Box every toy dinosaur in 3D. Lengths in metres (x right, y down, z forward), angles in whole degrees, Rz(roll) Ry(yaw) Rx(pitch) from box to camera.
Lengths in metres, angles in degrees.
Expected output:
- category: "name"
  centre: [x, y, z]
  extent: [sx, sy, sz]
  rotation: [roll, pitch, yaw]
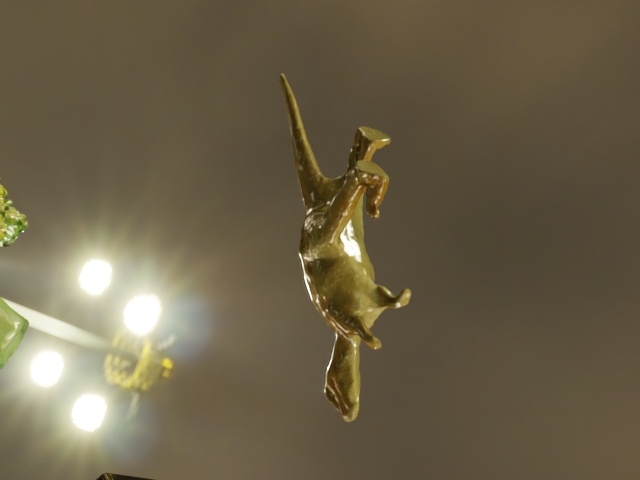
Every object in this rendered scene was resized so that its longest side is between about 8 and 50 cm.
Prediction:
- category: "toy dinosaur"
  centre: [0.000, 0.000, 0.636]
  extent: [0.162, 0.039, 0.126]
  rotation: [45, -54, 54]

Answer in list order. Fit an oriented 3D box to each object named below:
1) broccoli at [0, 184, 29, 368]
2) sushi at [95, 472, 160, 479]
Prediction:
- category: "broccoli"
  centre: [-0.310, 0.023, 0.987]
  extent: [0.194, 0.194, 0.220]
  rotation: [-22, -159, 39]
- category: "sushi"
  centre: [-0.167, 0.352, 1.083]
  extent: [0.227, 0.215, 0.212]
  rotation: [-41, -121, 13]
